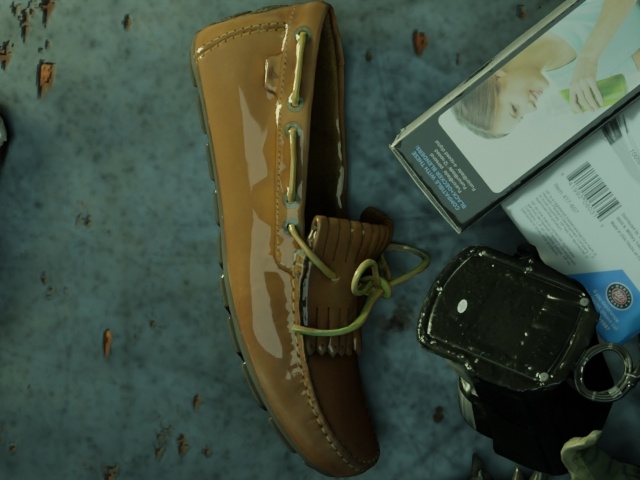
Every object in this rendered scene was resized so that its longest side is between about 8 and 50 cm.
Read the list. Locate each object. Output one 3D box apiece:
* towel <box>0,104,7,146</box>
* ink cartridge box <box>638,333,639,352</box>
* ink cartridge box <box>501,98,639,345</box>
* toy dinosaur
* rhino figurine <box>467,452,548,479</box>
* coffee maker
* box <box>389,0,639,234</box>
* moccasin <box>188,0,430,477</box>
[{"bbox_3d":[-0.417,-0.075,1.487,0.282,0.049,0.187,21,98,6],"label":"towel"},{"bbox_3d":[0.355,0.104,1.337,0.212,0.154,0.093,-7,94,10],"label":"ink cartridge box"},{"bbox_3d":[0.265,-0.036,1.368,0.203,0.086,0.148,-37,91,10],"label":"ink cartridge box"},{"bbox_3d":[0.205,0.204,1.346,0.118,0.268,0.064,-38,58,10],"label":"toy dinosaur"},{"bbox_3d":[0.107,0.267,1.437,0.106,0.073,0.243,37,99,-1],"label":"rhino figurine"},{"bbox_3d":[0.168,0.107,1.332,0.120,0.178,0.171,-39,58,-5],"label":"coffee maker"},{"bbox_3d":[0.195,-0.134,1.328,0.290,0.169,0.087,-38,93,10],"label":"box"},{"bbox_3d":[0.001,0.000,1.397,0.147,0.139,0.380,-9,86,18],"label":"moccasin"}]
